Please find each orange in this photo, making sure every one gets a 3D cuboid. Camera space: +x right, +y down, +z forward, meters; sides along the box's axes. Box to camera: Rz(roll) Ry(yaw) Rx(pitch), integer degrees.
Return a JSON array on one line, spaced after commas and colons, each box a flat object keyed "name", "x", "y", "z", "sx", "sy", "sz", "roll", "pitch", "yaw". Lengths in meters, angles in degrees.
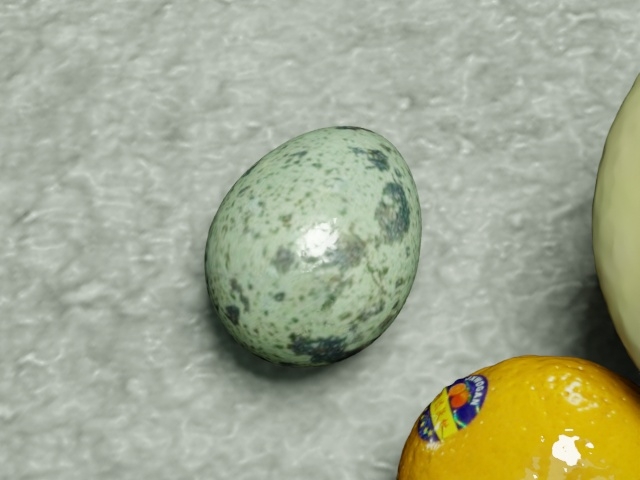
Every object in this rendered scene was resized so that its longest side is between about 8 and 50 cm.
[{"name": "orange", "x": 0.131, "y": 0.153, "z": 0.651, "sx": 0.177, "sy": 0.155, "sz": 0.177, "roll": 0, "pitch": 111, "yaw": -1}]

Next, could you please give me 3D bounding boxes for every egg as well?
[{"name": "egg", "x": 0.000, "y": 0.000, "z": 0.706, "sx": 0.132, "sy": 0.132, "sz": 0.172, "roll": 28, "pitch": 62, "yaw": 4}]

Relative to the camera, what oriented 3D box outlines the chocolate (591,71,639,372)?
[{"name": "chocolate", "x": 0.307, "y": -0.018, "z": 0.597, "sx": 0.314, "sy": 0.297, "sz": 0.326, "roll": 3, "pitch": 70, "yaw": 29}]
